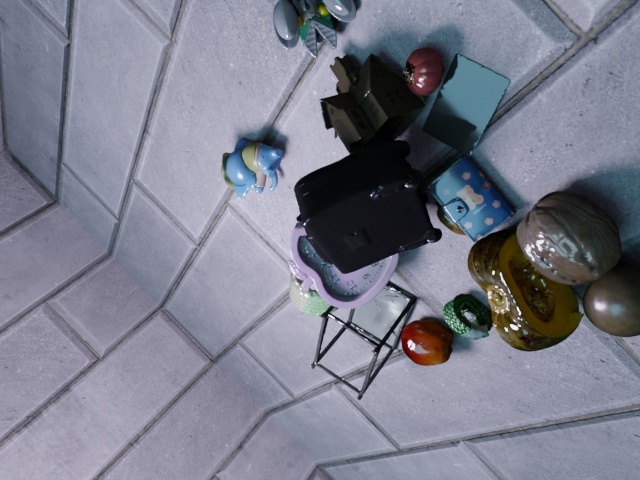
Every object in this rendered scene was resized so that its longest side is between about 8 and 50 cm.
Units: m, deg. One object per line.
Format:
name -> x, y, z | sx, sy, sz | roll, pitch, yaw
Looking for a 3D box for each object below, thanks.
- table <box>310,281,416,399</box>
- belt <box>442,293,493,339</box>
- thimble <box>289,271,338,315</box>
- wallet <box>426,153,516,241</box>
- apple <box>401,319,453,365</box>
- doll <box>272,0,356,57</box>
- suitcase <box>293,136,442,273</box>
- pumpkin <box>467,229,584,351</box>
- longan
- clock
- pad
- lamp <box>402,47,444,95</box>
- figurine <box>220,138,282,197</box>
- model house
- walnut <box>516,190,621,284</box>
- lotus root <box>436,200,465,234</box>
table -> 0.143, 0.328, 1.831 | 0.222, 0.272, 0.334 | 31, 140, 19
belt -> 0.443, 0.237, 1.590 | 0.151, 0.121, 0.079 | 36, 140, 5
thimble -> -0.011, 0.157, 1.869 | 0.219, 0.219, 0.150 | 31, 142, 19
wallet -> 0.382, -0.103, 1.348 | 0.141, 0.059, 0.202 | -40, 93, 28
apple -> 0.358, 0.345, 1.756 | 0.158, 0.147, 0.155 | 3, 105, 41
doll -> -0.049, -0.567, 1.270 | 0.258, 0.153, 0.195 | 38, 108, -11
suitcase -> 0.117, -0.073, 1.370 | 0.345, 0.340, 0.188 | 52, -164, -57
pumpkin -> 0.524, 0.114, 1.334 | 0.316, 0.222, 0.139 | 65, 156, 12
longan -> 0.720, 0.140, 1.221 | 0.205, 0.159, 0.184 | -15, 139, 8
clock -> 0.071, 0.040, 1.632 | 0.339, 0.102, 0.338 | 1, 108, 3
pad -> 0.339, -0.316, 1.247 | 0.143, 0.003, 0.211 | 34, 134, 14
lamp -> 0.239, -0.391, 1.220 | 0.107, 0.093, 0.107 | 169, 90, -73
figurine -> -0.229, -0.241, 1.755 | 0.262, 0.154, 0.179 | 10, 119, 43
model house -> 0.088, -0.358, 1.330 | 0.243, 0.205, 0.211 | 59, 146, 11
walnut -> 0.565, -0.001, 1.195 | 0.224, 0.224, 0.224 | 25, 138, 25
lotus root -> 0.363, -0.066, 1.430 | 0.072, 0.063, 0.152 | -43, 89, 20
